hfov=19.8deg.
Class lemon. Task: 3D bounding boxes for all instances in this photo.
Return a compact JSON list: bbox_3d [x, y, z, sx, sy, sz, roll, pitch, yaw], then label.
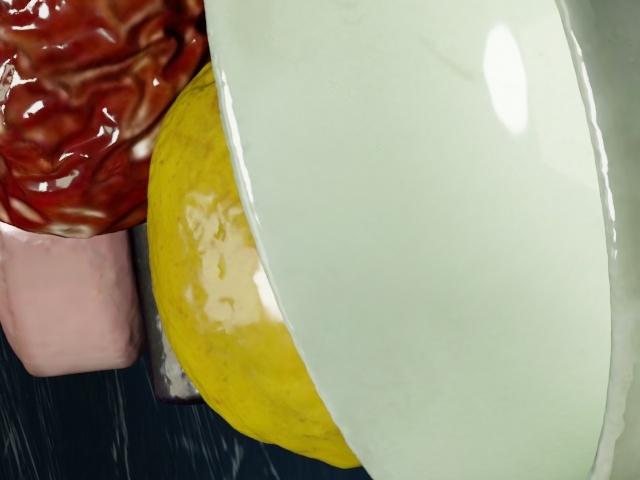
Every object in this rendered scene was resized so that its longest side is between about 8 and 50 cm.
[{"bbox_3d":[0.000,0.000,0.854,0.170,0.170,0.207,-178,81,-66],"label":"lemon"}]

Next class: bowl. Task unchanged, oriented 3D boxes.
[{"bbox_3d":[0.081,-0.051,0.644,0.307,0.163,0.307,44,141,51],"label":"bowl"}]

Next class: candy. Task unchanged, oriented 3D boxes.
[{"bbox_3d":[-0.168,-0.029,1.229,0.255,0.094,0.255,173,90,-89],"label":"candy"}]

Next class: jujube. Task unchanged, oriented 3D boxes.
[{"bbox_3d":[-0.118,-0.123,0.952,0.213,0.232,0.213,26,154,14],"label":"jujube"}]

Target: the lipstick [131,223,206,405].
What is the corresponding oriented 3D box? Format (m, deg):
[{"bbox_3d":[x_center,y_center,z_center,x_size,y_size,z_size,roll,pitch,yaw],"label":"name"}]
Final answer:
[{"bbox_3d":[-0.081,-0.047,1.123,0.081,0.081,0.300,-179,82,-66],"label":"lipstick"}]
